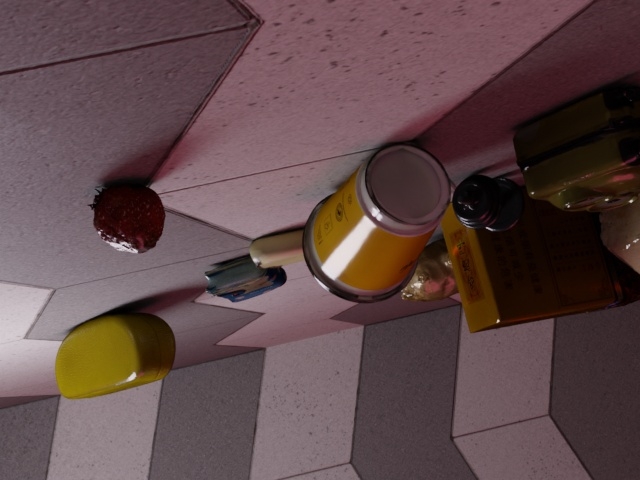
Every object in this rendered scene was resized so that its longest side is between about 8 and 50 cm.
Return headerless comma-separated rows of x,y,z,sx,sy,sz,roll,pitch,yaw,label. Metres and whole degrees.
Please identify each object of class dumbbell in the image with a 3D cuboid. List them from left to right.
0.300,-0.066,1.744,0.099,0.099,0.208,-21,166,35,dumbbell

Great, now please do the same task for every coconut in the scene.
0.699,-0.046,1.851,0.297,0.297,0.255,-5,169,-35,coconut

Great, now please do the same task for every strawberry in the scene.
-0.251,-0.026,1.299,0.106,0.106,0.106,-13,169,-3,strawberry

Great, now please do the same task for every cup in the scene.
0.090,-0.027,1.499,0.196,0.196,0.279,-9,160,-20,cup

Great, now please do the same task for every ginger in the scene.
0.362,0.057,2.279,0.376,0.166,0.236,-4,154,-12,ginger

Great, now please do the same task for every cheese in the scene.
0.000,0.000,1.842,0.256,0.050,0.127,-15,169,7,cheese

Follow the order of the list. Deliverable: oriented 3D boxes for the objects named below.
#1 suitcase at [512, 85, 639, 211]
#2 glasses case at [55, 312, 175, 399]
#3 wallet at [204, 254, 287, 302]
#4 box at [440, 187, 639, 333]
0.422,-0.129,1.455,0.194,0.143,0.235,-2,165,-45,suitcase
-0.470,0.260,2.267,0.141,0.173,0.371,-1,166,-45,glasses case
-0.157,0.079,2.040,0.141,0.059,0.202,-21,170,6,wallet
0.460,0.024,1.959,0.416,0.264,0.116,-8,166,-28,box
